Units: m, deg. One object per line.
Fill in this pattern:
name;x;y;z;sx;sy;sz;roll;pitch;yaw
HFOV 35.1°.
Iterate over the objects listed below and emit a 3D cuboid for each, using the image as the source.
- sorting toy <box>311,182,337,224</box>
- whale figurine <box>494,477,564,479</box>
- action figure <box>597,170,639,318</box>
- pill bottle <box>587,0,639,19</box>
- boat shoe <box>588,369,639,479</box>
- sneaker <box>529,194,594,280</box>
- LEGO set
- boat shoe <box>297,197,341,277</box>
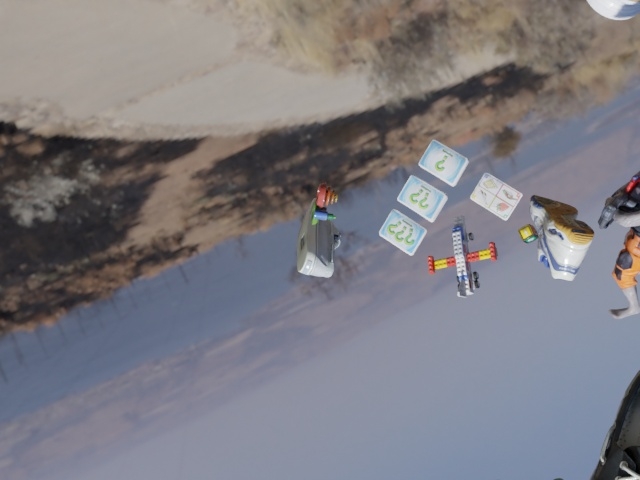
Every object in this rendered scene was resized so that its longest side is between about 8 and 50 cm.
sorting toy;0.010;-0.064;1.957;0.042;0.061;0.102;10;141;-5
whale figurine;0.403;0.595;2.089;0.272;0.216;0.141;-35;155;23
action figure;0.712;-0.038;2.165;0.341;0.178;0.330;-38;142;-45
pill bottle;0.568;-0.509;1.772;0.153;0.153;0.265;-24;166;-16
boat shoe;0.401;0.281;1.274;0.091;0.114;0.303;90;17;-49
sneaker;0.507;-0.009;2.220;0.111;0.131;0.296;13;-161;-2
LEGO set;0.212;-0.030;1.570;0.060;0.244;0.182;18;105;-56
boat shoe;0.000;0.000;2.101;0.227;0.081;0.079;-86;-159;-52
